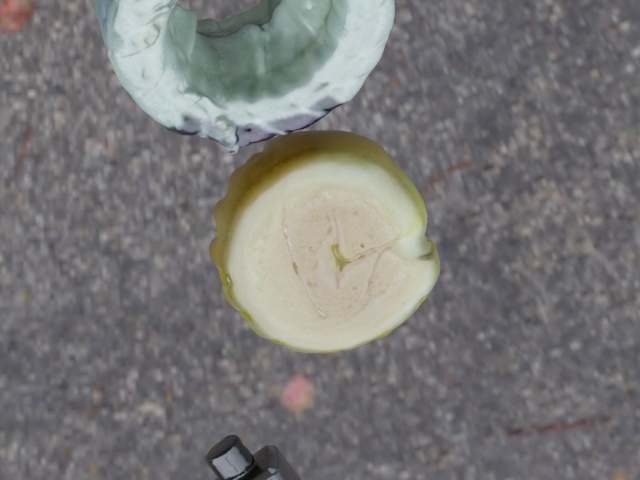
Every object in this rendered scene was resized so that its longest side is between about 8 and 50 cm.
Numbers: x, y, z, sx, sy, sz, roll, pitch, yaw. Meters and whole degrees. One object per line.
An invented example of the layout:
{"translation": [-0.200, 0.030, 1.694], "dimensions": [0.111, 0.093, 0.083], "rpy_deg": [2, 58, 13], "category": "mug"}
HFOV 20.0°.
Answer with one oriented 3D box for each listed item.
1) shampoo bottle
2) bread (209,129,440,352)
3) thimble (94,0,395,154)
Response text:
{"translation": [-0.027, 0.296, 1.779], "dimensions": [0.079, 0.080, 0.246], "rpy_deg": [-34, 103, 5], "category": "shampoo bottle"}
{"translation": [0.000, 0.000, 1.615], "dimensions": [0.213, 0.105, 0.213], "rpy_deg": [-5, 118, -10], "category": "bread"}
{"translation": [-0.070, -0.196, 1.391], "dimensions": [0.237, 0.150, 0.237], "rpy_deg": [-11, 134, -12], "category": "thimble"}
